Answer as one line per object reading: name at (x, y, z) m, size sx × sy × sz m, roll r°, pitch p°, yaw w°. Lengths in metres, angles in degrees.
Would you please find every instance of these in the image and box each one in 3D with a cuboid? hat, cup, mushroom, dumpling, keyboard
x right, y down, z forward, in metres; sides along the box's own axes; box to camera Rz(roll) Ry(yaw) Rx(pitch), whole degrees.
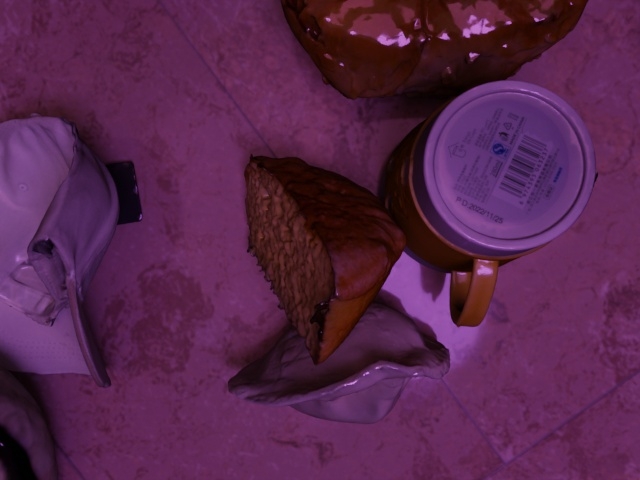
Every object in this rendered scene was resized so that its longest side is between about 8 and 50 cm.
hat at (-0.297, 0.027, 0.665) m, size 0.258 × 0.168 × 0.301 m, roll 6°, pitch 124°, yaw 26°
cup at (0.158, -0.030, 0.605) m, size 0.185 × 0.226 × 0.241 m, roll 3°, pitch 86°, yaw 1°
mushroom at (-0.407, 0.249, 0.667) m, size 0.247 × 0.130 × 0.344 m, roll 2°, pitch 109°, yaw 14°
dumpling at (0.020, 0.136, 0.642) m, size 0.252 × 0.179 × 0.131 m, roll -4°, pitch 94°, yaw 0°
keyboard at (-0.313, -0.043, 0.722) m, size 0.196 × 0.015 × 0.074 m, roll -10°, pitch 97°, yaw 2°

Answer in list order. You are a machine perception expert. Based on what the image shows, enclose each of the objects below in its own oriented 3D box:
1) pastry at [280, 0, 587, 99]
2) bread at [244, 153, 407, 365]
pastry at (0.112, -0.271, 0.623) m, size 0.311 × 0.162 × 0.255 m, roll 0°, pitch 92°, yaw 3°
bread at (0.010, 0.002, 0.628) m, size 0.134 × 0.260 × 0.129 m, roll -5°, pitch 125°, yaw -21°
